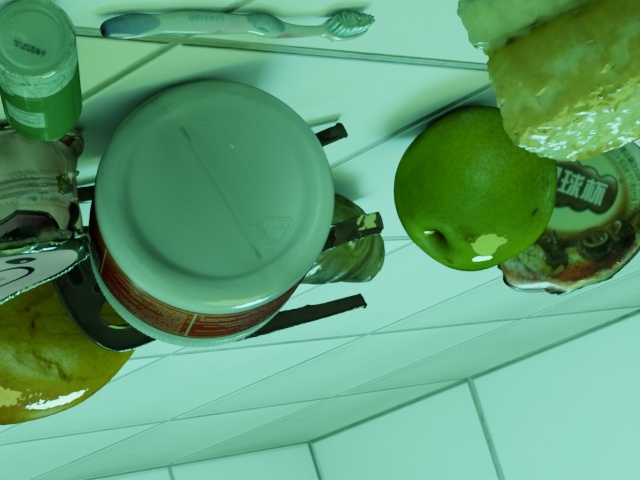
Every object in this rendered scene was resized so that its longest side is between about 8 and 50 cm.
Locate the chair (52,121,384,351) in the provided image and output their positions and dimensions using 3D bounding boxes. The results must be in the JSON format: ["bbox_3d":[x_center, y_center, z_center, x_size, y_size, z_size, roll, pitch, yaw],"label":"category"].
[{"bbox_3d":[-0.116,0.016,1.866,0.326,0.176,0.183,-17,161,-18],"label":"chair"}]

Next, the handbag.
[{"bbox_3d":[-0.289,-0.015,1.608,0.205,0.116,0.179,-18,167,11],"label":"handbag"}]

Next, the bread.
[{"bbox_3d":[0.317,-0.199,1.509,0.375,0.165,0.236,-24,169,22],"label":"bread"}]

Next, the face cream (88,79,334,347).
[{"bbox_3d":[-0.099,-0.020,1.652,0.201,0.201,0.187,-15,169,-13],"label":"face cream"}]

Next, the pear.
[{"bbox_3d":[0.177,-0.067,1.980,0.216,0.166,0.180,-40,168,-29],"label":"pear"}]

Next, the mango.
[{"bbox_3d":[-0.292,0.089,1.817,0.257,0.187,0.138,13,146,-24],"label":"mango"}]

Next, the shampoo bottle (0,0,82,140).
[{"bbox_3d":[-0.208,-0.116,1.401,0.065,0.065,0.204,-15,169,-9],"label":"shampoo bottle"}]

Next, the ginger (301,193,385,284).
[{"bbox_3d":[0.000,0.000,2.125,0.116,0.109,0.263,-47,162,9],"label":"ginger"}]

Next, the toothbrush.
[{"bbox_3d":[-0.058,-0.166,1.476,0.269,0.021,0.027,-7,152,-43],"label":"toothbrush"}]

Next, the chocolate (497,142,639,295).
[{"bbox_3d":[0.272,-0.045,2.163,0.221,0.221,0.147,-18,-177,4],"label":"chocolate"}]
